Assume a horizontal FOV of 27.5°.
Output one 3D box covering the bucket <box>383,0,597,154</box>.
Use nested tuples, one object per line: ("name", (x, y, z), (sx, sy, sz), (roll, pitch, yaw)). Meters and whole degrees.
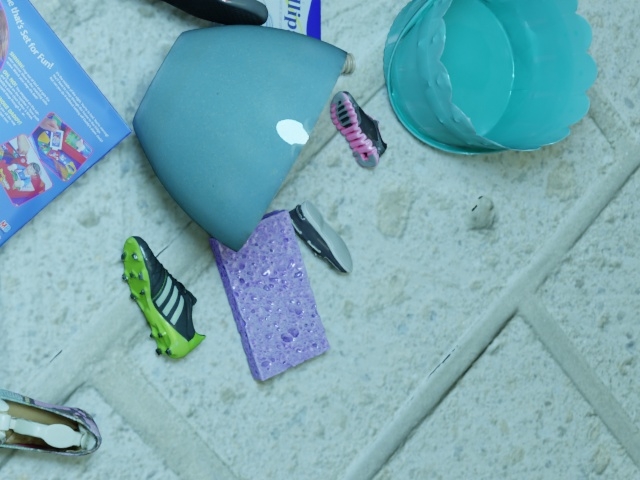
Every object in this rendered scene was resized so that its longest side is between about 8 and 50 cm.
("bucket", (0.235, -0.256, 1.881), (0.281, 0.183, 0.281), (0, 90, -28))

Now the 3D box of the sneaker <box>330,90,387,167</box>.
("sneaker", (0.058, -0.165, 1.869), (0.057, 0.047, 0.119), (-43, 114, -37))

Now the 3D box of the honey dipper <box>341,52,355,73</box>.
("honey dipper", (-0.029, -0.244, 1.827), (0.161, 0.030, 0.030), (-6, 93, -24))

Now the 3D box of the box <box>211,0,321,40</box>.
("box", (-0.073, -0.320, 1.775), (0.137, 0.072, 0.126), (-1, 91, -29))

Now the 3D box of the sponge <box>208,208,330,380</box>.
("sponge", (-0.069, 0.074, 1.802), (0.117, 0.031, 0.210), (-22, 101, -27))

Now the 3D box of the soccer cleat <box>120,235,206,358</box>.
("soccer cleat", (-0.206, 0.069, 1.718), (0.072, 0.060, 0.178), (-32, 112, -35))

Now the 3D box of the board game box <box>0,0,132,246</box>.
("board game box", (-0.427, -0.192, 1.579), (0.233, 0.078, 0.347), (-44, 110, -21))

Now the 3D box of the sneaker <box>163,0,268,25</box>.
("sneaker", (-0.178, -0.374, 1.661), (0.270, 0.090, 0.145), (17, 76, 3))

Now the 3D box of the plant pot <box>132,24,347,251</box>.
("plant pot", (-0.120, -0.158, 1.653), (0.195, 0.290, 0.290), (29, 76, -7))

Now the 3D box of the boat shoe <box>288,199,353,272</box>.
("boat shoe", (0.000, 0.000, 1.836), (0.125, 0.038, 0.046), (51, 27, -25))

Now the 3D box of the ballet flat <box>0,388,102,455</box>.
("ballet flat", (-0.371, 0.227, 1.611), (0.222, 0.079, 0.076), (14, 85, -28))
